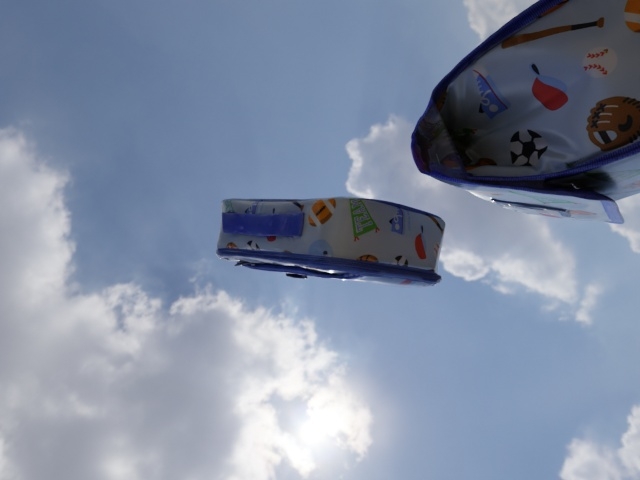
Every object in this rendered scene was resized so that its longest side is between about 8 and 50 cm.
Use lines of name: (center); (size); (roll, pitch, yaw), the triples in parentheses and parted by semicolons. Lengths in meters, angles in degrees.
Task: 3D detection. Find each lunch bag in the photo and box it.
lunch bag: (0.000, 0.000, 0.801); (0.243, 0.303, 0.115); (7, -94, -42)
lunch bag: (0.331, -0.148, 0.674); (0.328, 0.385, 0.239); (6, -117, -59)
